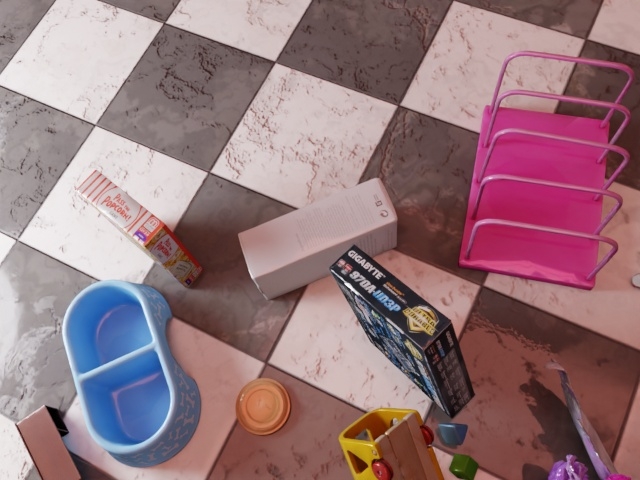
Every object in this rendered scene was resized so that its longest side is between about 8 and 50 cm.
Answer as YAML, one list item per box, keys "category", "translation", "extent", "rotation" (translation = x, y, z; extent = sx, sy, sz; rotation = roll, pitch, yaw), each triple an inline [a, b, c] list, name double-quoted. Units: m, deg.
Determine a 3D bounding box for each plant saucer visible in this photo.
- category: "plant saucer"
  translation: [-0.086, 0.247, 0.938]
  extent: [0.083, 0.013, 0.084]
  rotation: [-2, 69, 6]

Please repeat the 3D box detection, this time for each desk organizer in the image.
- category: "desk organizer"
  translation: [-0.394, 0.313, 0.932]
  extent: [0.050, 0.047, 0.130]
  rotation: [-34, 69, -10]

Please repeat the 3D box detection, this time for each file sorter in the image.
- category: "file sorter"
  translation: [0.336, -0.106, 0.935]
  extent: [0.202, 0.182, 0.291]
  rotation: [10, 70, 10]

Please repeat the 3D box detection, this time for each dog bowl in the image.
- category: "dog bowl"
  translation: [-0.293, 0.190, 0.953]
  extent: [0.165, 0.074, 0.297]
  rotation: [-24, 68, -3]

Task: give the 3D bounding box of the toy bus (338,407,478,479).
- category: "toy bus"
  translation: [0.102, 0.324, 0.835]
  extent: [0.104, 0.191, 0.202]
  rotation: [-14, 53, 51]

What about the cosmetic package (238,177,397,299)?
- category: "cosmetic package"
  translation: [0.000, 0.000, 0.971]
  extent: [0.231, 0.117, 0.086]
  rotation: [-21, 67, -3]

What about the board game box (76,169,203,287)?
- category: "board game box"
  translation: [-0.270, -0.012, 0.965]
  extent: [0.146, 0.193, 0.045]
  rotation: [36, 77, 18]

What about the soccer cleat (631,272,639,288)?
- category: "soccer cleat"
  translation: [0.502, 0.069, 0.925]
  extent: [0.083, 0.036, 0.029]
  rotation: [24, 73, 15]

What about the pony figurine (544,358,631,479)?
- category: "pony figurine"
  translation: [0.362, 0.348, 0.735]
  extent: [0.363, 0.303, 0.351]
  rotation: [-33, 100, -10]

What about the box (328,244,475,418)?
- category: "box"
  translation: [0.111, 0.123, 0.830]
  extent: [0.051, 0.220, 0.175]
  rotation: [-41, 50, -11]
